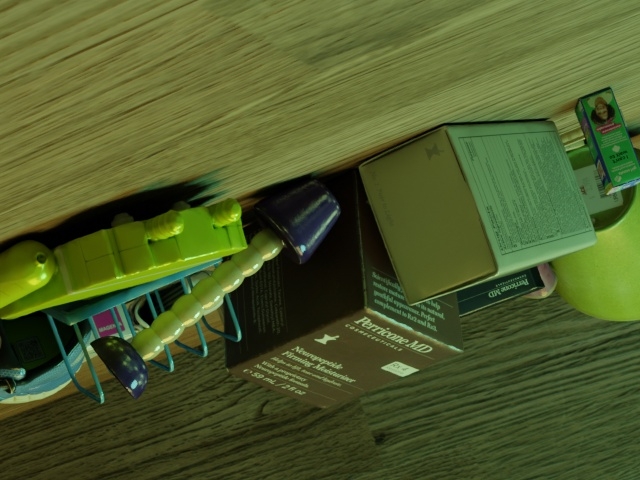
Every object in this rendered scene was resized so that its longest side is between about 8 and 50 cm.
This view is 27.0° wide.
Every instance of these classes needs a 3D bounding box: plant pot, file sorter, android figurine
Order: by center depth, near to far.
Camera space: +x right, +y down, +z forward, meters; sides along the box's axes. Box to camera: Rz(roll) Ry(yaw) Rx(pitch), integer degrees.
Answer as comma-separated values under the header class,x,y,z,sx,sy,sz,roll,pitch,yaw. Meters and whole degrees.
class,x,y,z,sx,sy,sz,roll,pitch,yaw
android figurine,-0.178,0.014,1.176,0.248,0.056,0.272,-14,175,-42
file sorter,-0.184,0.083,1.378,0.170,0.105,0.118,-23,-166,-23
plant pot,0.438,-0.041,2.035,0.274,0.275,0.293,-21,158,15

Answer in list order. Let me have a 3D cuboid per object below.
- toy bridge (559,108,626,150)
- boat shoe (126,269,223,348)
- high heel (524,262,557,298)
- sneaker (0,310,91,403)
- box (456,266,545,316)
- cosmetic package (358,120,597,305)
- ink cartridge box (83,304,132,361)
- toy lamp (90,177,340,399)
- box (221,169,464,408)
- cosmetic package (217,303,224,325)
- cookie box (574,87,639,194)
class,x,y,z,sx,sy,sz,roll,pitch,yaw
toy bridge,0.316,-0.127,1.740,0.063,0.026,0.188,-15,173,-33
boat shoe,-0.231,0.099,1.838,0.226,0.083,0.075,-37,154,33
high heel,0.177,0.001,2.080,0.377,0.127,0.181,2,149,32
sneaker,-0.386,0.131,1.401,0.330,0.130,0.147,-24,167,-35
box,0.160,0.028,1.893,0.261,0.184,0.103,-22,175,14
cosmetic package,0.180,-0.037,1.444,0.113,0.160,0.309,-22,173,31
ink cartridge box,-0.406,0.165,1.866,0.185,0.065,0.311,-16,172,-33
toy lamp,-0.097,0.039,1.302,0.274,0.080,0.080,-38,178,-12
box,0.019,0.059,1.449,0.203,0.167,0.168,-26,143,34
cosmetic package,-0.046,0.071,2.127,0.231,0.086,0.117,-20,175,-18
cookie box,0.325,-0.110,1.504,0.040,0.107,0.092,-20,174,6
